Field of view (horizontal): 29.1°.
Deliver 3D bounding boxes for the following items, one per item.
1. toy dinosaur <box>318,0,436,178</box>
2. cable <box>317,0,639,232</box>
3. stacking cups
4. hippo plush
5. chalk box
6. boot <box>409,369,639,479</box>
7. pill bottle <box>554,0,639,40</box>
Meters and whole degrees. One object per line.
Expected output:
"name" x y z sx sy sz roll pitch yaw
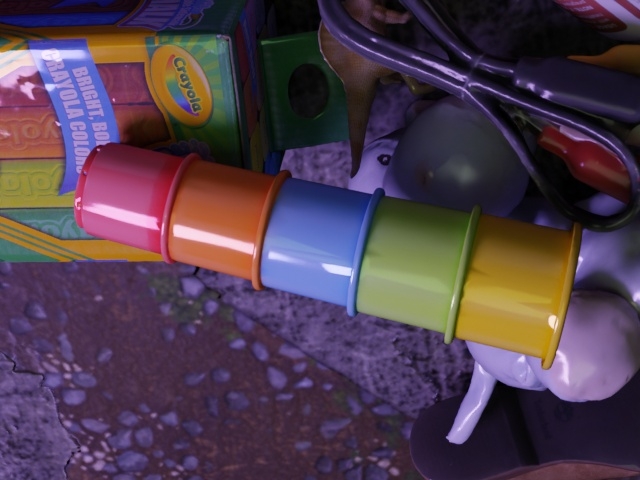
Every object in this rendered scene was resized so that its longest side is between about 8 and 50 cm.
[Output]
"toy dinosaur" 0.036 -0.128 0.873 0.093 0.183 0.053 5 172 -37
"cable" 0.124 -0.094 0.815 0.287 0.072 0.139 19 85 13
"stacking cups" 0.000 0.000 0.778 0.316 0.096 0.096 13 122 6
"hippo plush" 0.150 -0.019 0.939 0.236 0.234 0.294 47 160 -1
"chalk box" -0.120 -0.101 0.904 0.289 0.179 0.180 -1 122 8
"boot" 0.237 0.171 1.090 0.305 0.112 0.115 -10 149 9
"pill bottle" 0.191 -0.209 0.818 0.216 0.121 0.121 28 122 -28
